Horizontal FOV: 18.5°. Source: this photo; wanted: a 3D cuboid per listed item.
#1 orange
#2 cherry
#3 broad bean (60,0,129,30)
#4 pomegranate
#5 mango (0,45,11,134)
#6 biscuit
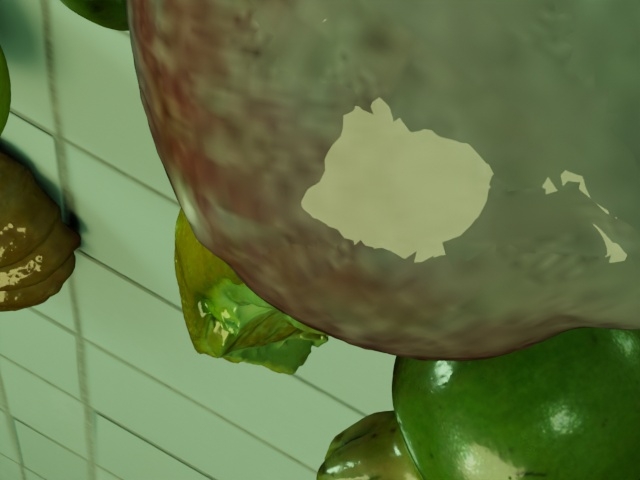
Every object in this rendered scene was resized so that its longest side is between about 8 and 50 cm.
[{"bbox_3d":[-0.003,-0.005,1.262,0.158,0.179,0.237,66,157,2],"label":"orange"},{"bbox_3d":[0.088,-0.117,0.748,0.326,0.291,0.335,3,111,2],"label":"cherry"},{"bbox_3d":[-0.203,-0.243,1.192,0.318,0.056,0.098,48,160,-24],"label":"broad bean"},{"bbox_3d":[0.111,0.097,1.320,0.241,0.190,0.159,-9,127,49],"label":"pomegranate"},{"bbox_3d":[-0.347,-0.154,1.446,0.273,0.149,0.185,39,170,-19],"label":"mango"},{"bbox_3d":[-0.375,-0.042,1.807,0.326,0.107,0.325,30,158,14],"label":"biscuit"}]
